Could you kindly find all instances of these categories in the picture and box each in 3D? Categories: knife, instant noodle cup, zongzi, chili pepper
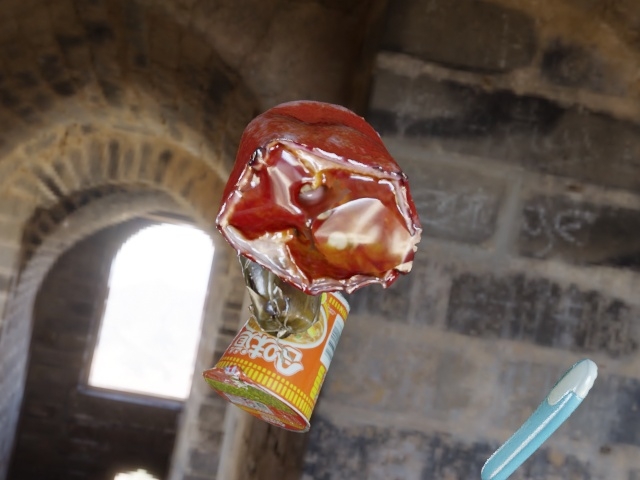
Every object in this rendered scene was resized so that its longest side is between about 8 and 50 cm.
[{"bbox_3d":[0.277,0.235,1.373,0.031,0.222,0.064,31,25,-13],"label":"knife"},{"bbox_3d":[-0.056,0.167,1.729,0.193,0.212,0.193,24,-22,11],"label":"instant noodle cup"},{"bbox_3d":[0.000,0.000,1.426,0.111,0.241,0.247,45,15,-34],"label":"zongzi"},{"bbox_3d":[-0.006,-0.057,0.889,0.144,0.136,0.252,-18,23,5],"label":"chili pepper"}]
